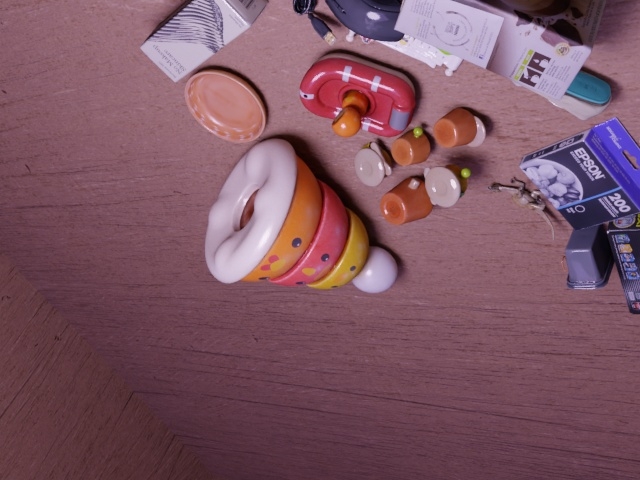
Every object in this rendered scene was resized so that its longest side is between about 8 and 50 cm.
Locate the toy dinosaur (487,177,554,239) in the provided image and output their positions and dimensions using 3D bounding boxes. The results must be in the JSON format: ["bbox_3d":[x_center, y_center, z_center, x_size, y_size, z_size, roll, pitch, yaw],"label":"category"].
[{"bbox_3d":[0.443,-0.082,1.675,0.183,0.053,0.092,36,159,0],"label":"toy dinosaur"}]

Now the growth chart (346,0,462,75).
[{"bbox_3d":[0.173,-0.396,1.465,0.237,0.021,0.172,22,143,5],"label":"growth chart"}]

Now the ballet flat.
[{"bbox_3d":[0.394,-0.288,1.419,0.248,0.086,0.086,28,144,-4],"label":"ballet flat"}]

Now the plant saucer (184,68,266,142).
[{"bbox_3d":[-0.210,-0.307,1.799,0.200,0.037,0.200,18,143,14],"label":"plant saucer"}]

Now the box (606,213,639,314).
[{"bbox_3d":[0.726,0.049,1.637,0.216,0.060,0.270,-1,136,33],"label":"box"}]

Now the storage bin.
[{"bbox_3d":[0.551,0.025,1.667,0.098,0.135,0.091,-3,123,35],"label":"storage bin"}]

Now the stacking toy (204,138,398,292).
[{"bbox_3d":[0.000,0.000,1.895,0.480,0.350,0.350,24,148,-28],"label":"stacking toy"}]

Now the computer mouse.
[{"bbox_3d":[0.035,-0.405,1.430,0.262,0.060,0.184,43,150,19],"label":"computer mouse"}]

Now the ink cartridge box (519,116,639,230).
[{"bbox_3d":[0.535,-0.122,1.560,0.206,0.045,0.208,43,140,-21],"label":"ink cartridge box"}]

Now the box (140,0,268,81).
[{"bbox_3d":[-0.239,-0.434,1.610,0.113,0.094,0.275,43,141,-21],"label":"box"}]

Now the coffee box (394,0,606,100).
[{"bbox_3d":[0.291,-0.373,1.293,0.297,0.168,0.119,24,144,3],"label":"coffee box"}]

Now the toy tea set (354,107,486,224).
[{"bbox_3d":[0.230,-0.157,1.681,0.336,0.124,0.200,-22,93,50],"label":"toy tea set"}]

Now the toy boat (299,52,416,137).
[{"bbox_3d":[0.064,-0.265,1.582,0.231,0.151,0.151,20,143,9],"label":"toy boat"}]
